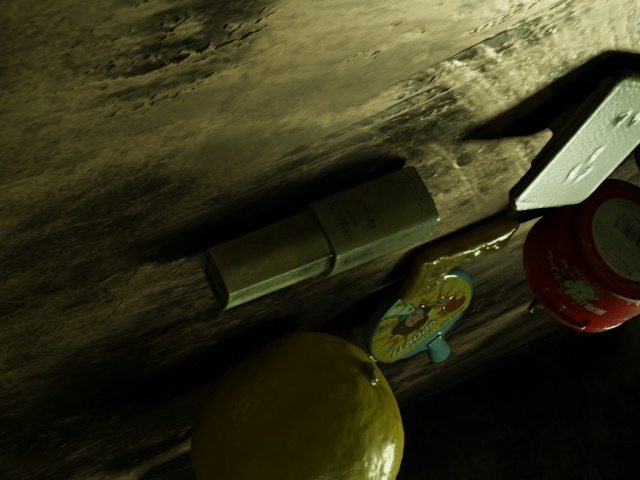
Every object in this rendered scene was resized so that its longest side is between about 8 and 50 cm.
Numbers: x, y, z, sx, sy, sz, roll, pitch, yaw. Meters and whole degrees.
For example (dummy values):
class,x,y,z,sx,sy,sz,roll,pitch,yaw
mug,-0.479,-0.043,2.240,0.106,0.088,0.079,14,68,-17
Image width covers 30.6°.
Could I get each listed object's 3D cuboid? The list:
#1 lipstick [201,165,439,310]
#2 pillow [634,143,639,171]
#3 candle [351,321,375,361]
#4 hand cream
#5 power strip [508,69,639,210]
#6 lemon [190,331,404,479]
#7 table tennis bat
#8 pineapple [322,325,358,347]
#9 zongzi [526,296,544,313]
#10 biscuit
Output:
class,x,y,z,sx,sy,sz,roll,pitch,yaw
lipstick,0.000,0.000,1.258,0.253,0.079,0.077,-22,165,-22
pillow,0.593,-0.060,1.838,0.101,0.228,0.326,-28,166,27
candle,0.078,0.196,2.128,0.192,0.068,0.168,-33,168,17
hand cream,0.454,0.023,1.876,0.230,0.230,0.149,-18,164,-32
power strip,0.319,-0.131,1.399,0.198,0.064,0.213,-4,140,-53
lemon,-0.033,0.307,1.802,0.348,0.348,0.348,-25,166,-7
table tennis bat,0.179,0.144,2.031,0.215,0.044,0.329,-37,151,-3
pineapple,-0.014,0.196,1.978,0.159,0.074,0.074,-17,165,-4
zongzi,0.539,0.077,2.452,0.242,0.112,0.221,-27,168,4
biscuit,0.213,0.028,1.816,0.183,0.039,0.174,-23,161,-13
